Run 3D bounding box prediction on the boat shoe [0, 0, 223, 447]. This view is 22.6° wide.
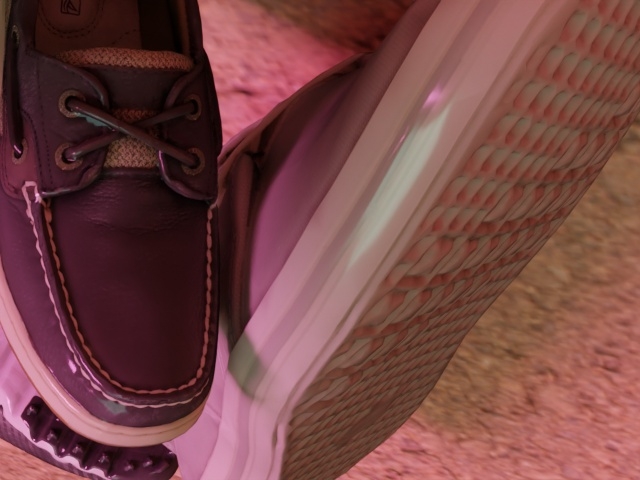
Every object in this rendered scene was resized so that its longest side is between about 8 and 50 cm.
[{"bbox_3d":[-0.074,-0.044,0.542,0.080,0.224,0.073,1,153,-24],"label":"boat shoe"}]

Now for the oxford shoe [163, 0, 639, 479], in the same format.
[{"bbox_3d":[0.000,0.000,0.632,0.130,0.169,0.449,52,153,12],"label":"oxford shoe"}]

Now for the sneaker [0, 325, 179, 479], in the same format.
[{"bbox_3d":[-0.192,0.091,0.997,0.234,0.078,0.106,26,155,3],"label":"sneaker"}]
